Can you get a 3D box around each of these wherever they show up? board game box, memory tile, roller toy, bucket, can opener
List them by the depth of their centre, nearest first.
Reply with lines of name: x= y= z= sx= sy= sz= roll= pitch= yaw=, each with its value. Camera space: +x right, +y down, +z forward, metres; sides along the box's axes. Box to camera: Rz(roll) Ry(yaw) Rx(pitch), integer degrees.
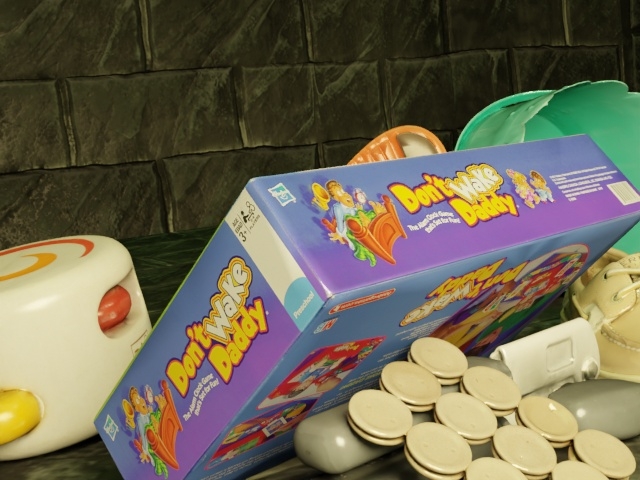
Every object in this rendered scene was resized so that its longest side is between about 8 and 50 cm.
memory tile: x=0.097 y=0.111 z=0.530 sx=0.148 sy=0.012 sz=0.113 roll=29 pitch=33 yaw=20
can opener: x=0.108 y=0.111 z=0.600 sx=0.280 sy=0.074 sz=0.093 roll=-11 pitch=9 yaw=-36
board game box: x=0.047 y=0.046 z=0.643 sx=0.347 sy=0.078 sz=0.233 roll=-12 pitch=-32 yaw=-46
roller toy: x=-0.234 y=0.090 z=0.781 sx=0.191 sy=0.146 sz=0.209 roll=-21 pitch=17 yaw=-29
bucket: x=0.306 y=-0.065 z=1.213 sx=0.281 sy=0.281 sz=0.183 roll=-9 pitch=3 yaw=-25

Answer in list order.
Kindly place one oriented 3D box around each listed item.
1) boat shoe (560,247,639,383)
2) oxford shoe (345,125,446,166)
boat shoe: x=0.267 y=0.060 z=0.806 sx=0.109 sy=0.098 sz=0.302 roll=-6 pitch=6 yaw=3
oxford shoe: x=0.000 y=0.000 z=1.162 sx=0.363 sy=0.130 sz=0.133 roll=-32 pitch=-5 yaw=1
